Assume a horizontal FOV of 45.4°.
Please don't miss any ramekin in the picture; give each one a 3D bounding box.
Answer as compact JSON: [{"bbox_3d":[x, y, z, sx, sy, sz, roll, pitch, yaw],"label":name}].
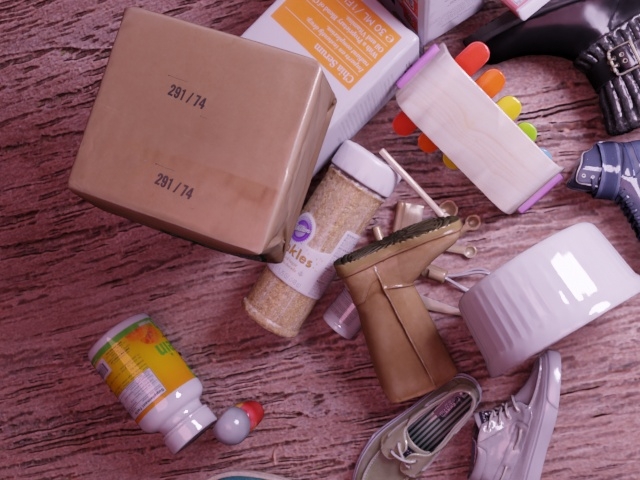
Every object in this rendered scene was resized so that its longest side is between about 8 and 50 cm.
[{"bbox_3d":[0.351,0.090,1.198,0.277,0.277,0.135,-34,74,11],"label":"ramekin"}]

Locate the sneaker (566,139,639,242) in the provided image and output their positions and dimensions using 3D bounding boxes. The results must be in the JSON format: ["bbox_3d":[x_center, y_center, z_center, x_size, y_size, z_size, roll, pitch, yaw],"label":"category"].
[{"bbox_3d":[0.486,-0.055,1.246,0.163,0.086,0.226,0,80,3],"label":"sneaker"}]

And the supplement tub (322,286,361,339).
[{"bbox_3d":[0.062,0.115,1.367,0.071,0.071,0.107,41,98,11],"label":"supplement tub"}]

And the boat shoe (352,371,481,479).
[{"bbox_3d":[0.158,0.347,1.329,0.109,0.094,0.302,41,99,11],"label":"boat shoe"}]

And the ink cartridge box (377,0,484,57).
[{"bbox_3d":[0.133,-0.494,1.254,0.130,0.272,0.310,-33,76,-2],"label":"ink cartridge box"}]

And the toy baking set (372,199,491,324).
[{"bbox_3d":[0.203,0.044,1.352,0.196,0.030,0.256,-15,86,13],"label":"toy baking set"}]

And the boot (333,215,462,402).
[{"bbox_3d":[0.171,0.115,1.299,0.236,0.089,0.270,-22,103,13],"label":"boot"}]

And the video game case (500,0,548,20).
[{"bbox_3d":[0.336,-0.494,1.245,0.204,0.025,0.285,-38,46,11],"label":"video game case"}]

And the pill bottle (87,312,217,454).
[{"bbox_3d":[-0.306,0.268,1.424,0.136,0.136,0.246,-42,81,10],"label":"pill bottle"}]

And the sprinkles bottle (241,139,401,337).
[{"bbox_3d":[0.000,0.000,1.357,0.121,0.121,0.355,35,98,12],"label":"sprinkles bottle"}]

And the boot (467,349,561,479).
[{"bbox_3d":[0.321,0.302,1.287,0.123,0.095,0.259,12,94,7],"label":"boot"}]

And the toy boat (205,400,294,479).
[{"bbox_3d":[-0.139,0.449,1.375,0.267,0.148,0.319,-4,89,14],"label":"toy boat"}]

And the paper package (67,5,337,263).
[{"bbox_3d":[-0.174,-0.153,1.163,0.324,0.168,0.310,18,88,9],"label":"paper package"}]

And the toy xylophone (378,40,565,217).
[{"bbox_3d":[0.240,-0.162,1.279,0.236,0.081,0.323,-35,97,22],"label":"toy xylophone"}]

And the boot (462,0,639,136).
[{"bbox_3d":[0.428,-0.286,1.249,0.347,0.131,0.260,-16,100,27],"label":"boot"}]

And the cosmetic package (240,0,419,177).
[{"bbox_3d":[-0.065,-0.236,1.323,0.230,0.161,0.453,45,91,10],"label":"cosmetic package"}]
